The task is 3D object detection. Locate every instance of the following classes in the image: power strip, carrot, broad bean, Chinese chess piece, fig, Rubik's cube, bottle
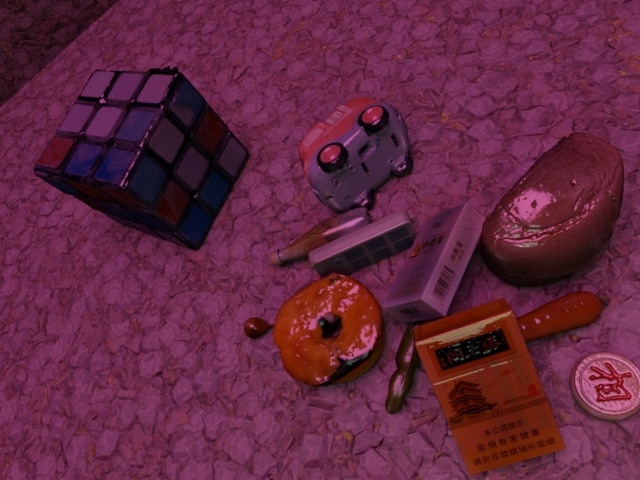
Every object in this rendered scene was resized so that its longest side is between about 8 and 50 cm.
[{"bbox_3d":[0.098,0.017,1.200,0.271,0.118,0.046,-24,60,10],"label":"power strip"},{"bbox_3d":[0.401,0.163,0.987,0.336,0.069,0.069,-19,57,-8],"label":"carrot"},{"bbox_3d":[0.177,0.251,1.078,0.048,0.070,0.213,21,74,4],"label":"broad bean"},{"bbox_3d":[0.513,0.260,0.937,0.122,0.051,0.122,-10,61,19],"label":"Chinese chess piece"},{"bbox_3d":[-0.142,0.205,1.255,0.084,0.050,0.050,-13,58,-5],"label":"fig"},{"bbox_3d":[-0.468,-0.220,1.433,0.363,0.359,0.362,13,73,26],"label":"Rubik's cube"},{"bbox_3d":[0.000,0.000,1.272,0.270,0.083,0.083,-22,58,13],"label":"bottle"}]

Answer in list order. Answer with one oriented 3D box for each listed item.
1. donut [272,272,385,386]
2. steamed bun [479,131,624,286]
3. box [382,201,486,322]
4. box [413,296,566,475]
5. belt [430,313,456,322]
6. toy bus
[{"bbox_3d":[0.021,0.197,1.142,0.254,0.118,0.253,-9,61,16],"label":"donut"},{"bbox_3d":[0.460,-0.036,1.010,0.199,0.251,0.301,42,83,20],"label":"steamed bun"},{"bbox_3d":[0.236,0.048,1.087,0.242,0.067,0.155,-60,15,-25],"label":"box"},{"bbox_3d":[0.294,0.258,0.926,0.174,0.076,0.273,-22,99,11],"label":"box"},{"bbox_3d":[0.271,0.227,1.048,0.121,0.079,0.151,-22,45,22],"label":"belt"},{"bbox_3d":[0.070,-0.229,1.302,0.288,0.194,0.232,-43,48,-1],"label":"toy bus"}]
